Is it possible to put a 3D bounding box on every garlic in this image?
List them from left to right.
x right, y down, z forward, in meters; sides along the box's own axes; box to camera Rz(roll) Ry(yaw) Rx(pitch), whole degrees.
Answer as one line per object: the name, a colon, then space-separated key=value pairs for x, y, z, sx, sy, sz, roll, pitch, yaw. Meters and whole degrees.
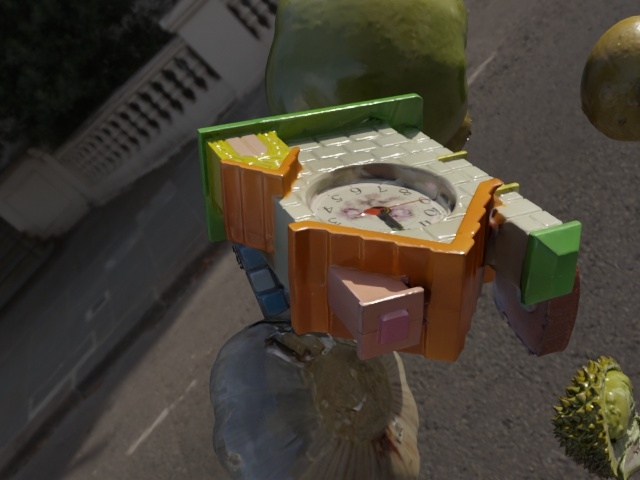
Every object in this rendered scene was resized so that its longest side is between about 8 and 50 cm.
garlic: x=-0.002 y=0.241 z=1.016 sx=0.322 sy=0.322 sz=0.241 roll=-52 pitch=2 yaw=-16

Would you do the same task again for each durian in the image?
durian: x=0.347 y=0.217 z=0.919 sx=0.102 sy=0.208 sz=0.147 roll=-12 pitch=73 yaw=36

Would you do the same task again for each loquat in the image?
loquat: x=0.442 y=-0.230 z=1.044 sx=0.149 sy=0.172 sz=0.204 roll=4 pitch=41 yaw=11

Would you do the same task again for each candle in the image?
candle: x=0.571 y=0.149 z=1.923 sx=0.131 sy=0.287 sz=0.317 roll=-8 pitch=-13 yaw=-11

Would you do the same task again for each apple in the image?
apple: x=0.063 y=-0.223 z=0.969 sx=0.254 sy=0.292 sz=0.292 roll=0 pitch=35 yaw=7

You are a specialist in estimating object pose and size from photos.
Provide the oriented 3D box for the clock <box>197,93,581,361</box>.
clock: x=0.047 y=-0.017 z=0.595 sx=0.219 sy=0.106 sz=0.255 roll=-14 pitch=31 yaw=-21

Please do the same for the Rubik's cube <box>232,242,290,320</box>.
Rubik's cube: x=0.000 y=0.000 z=1.585 sx=0.293 sy=0.292 sz=0.287 roll=-20 pitch=16 yaw=12

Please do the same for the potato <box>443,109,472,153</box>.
potato: x=0.094 y=-0.154 z=1.196 sx=0.296 sy=0.192 sz=0.141 roll=-20 pitch=-4 yaw=19
